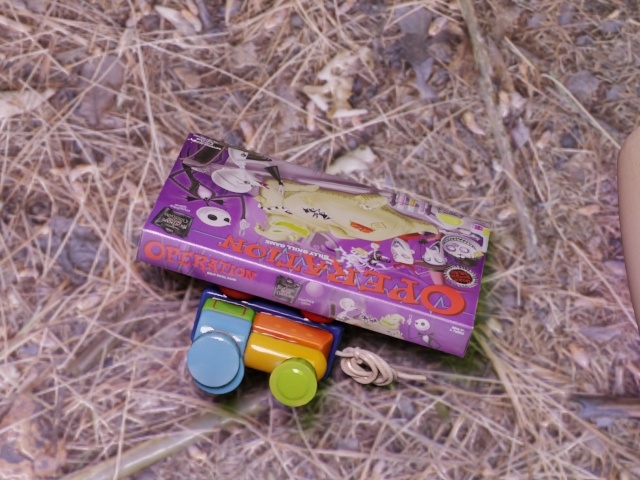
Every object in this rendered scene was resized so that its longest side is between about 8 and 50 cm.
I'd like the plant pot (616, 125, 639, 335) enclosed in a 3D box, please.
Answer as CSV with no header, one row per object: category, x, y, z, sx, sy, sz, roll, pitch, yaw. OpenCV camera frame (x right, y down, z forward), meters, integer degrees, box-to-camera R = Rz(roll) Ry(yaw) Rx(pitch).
plant pot,0.420,-0.003,1.834,0.257,0.256,0.274,-11,52,-12

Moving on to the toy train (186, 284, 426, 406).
toy train,-0.013,0.124,1.745,0.248,0.143,0.105,16,108,0

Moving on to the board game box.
board game box,0.000,0.000,1.815,0.347,0.056,0.208,17,38,0
